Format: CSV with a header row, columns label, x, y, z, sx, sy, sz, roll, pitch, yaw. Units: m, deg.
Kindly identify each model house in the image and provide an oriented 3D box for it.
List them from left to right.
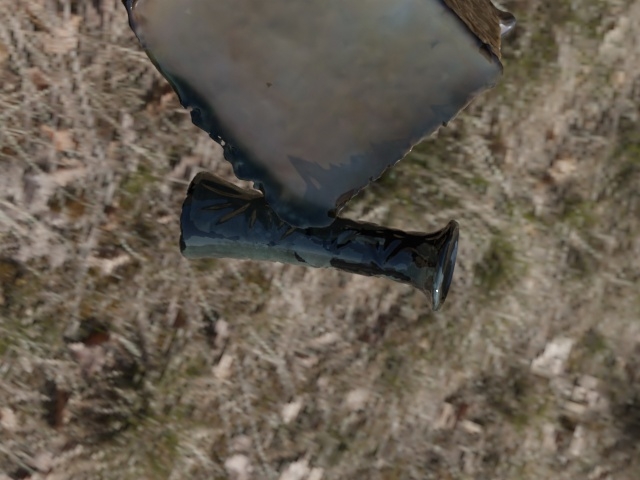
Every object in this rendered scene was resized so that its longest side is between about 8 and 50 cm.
label,x,y,z,sx,sy,sz,roll,pitch,yaw
model house,0.002,-0.143,0.823,0.183,0.166,0.172,45,28,-14

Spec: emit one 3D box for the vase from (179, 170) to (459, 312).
label,x,y,z,sx,sy,sz,roll,pitch,yaw
vase,0.000,0.000,0.847,0.059,0.167,0.059,12,90,-75
